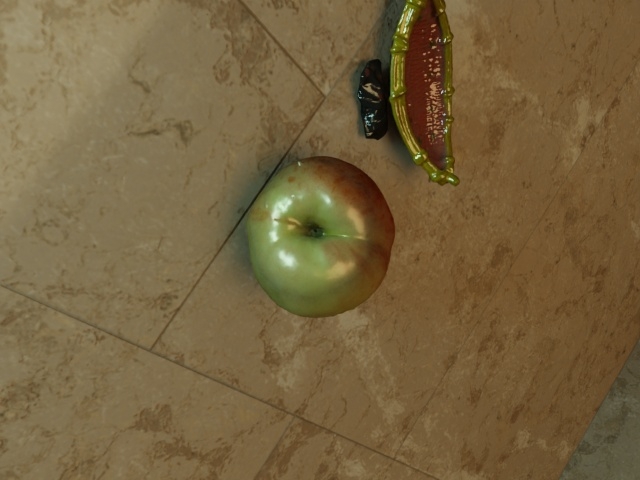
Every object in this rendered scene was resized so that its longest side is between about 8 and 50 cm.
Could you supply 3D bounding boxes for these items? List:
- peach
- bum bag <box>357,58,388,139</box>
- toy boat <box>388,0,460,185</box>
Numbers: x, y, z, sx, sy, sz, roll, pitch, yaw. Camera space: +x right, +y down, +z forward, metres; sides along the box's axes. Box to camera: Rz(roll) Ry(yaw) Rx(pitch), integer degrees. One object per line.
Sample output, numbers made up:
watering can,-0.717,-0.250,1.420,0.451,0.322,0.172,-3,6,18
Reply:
peach,0.000,0.000,0.777,0.233,0.232,0.232,-16,117,-34
bum bag,0.081,-0.210,0.845,0.058,0.034,0.124,-42,130,-37
toy boat,0.161,-0.238,0.861,0.141,0.099,0.317,-30,121,-31
